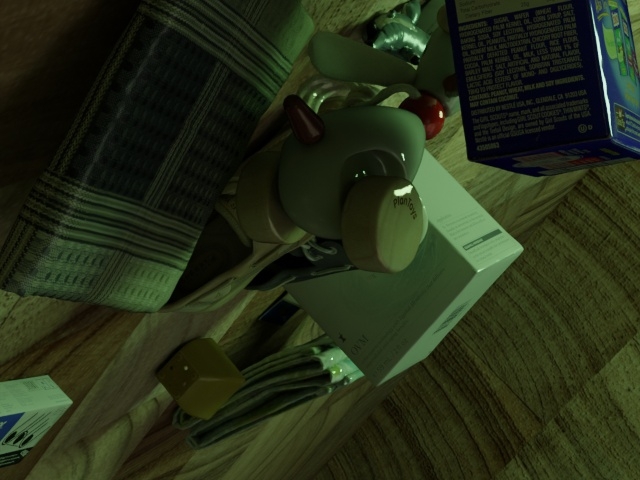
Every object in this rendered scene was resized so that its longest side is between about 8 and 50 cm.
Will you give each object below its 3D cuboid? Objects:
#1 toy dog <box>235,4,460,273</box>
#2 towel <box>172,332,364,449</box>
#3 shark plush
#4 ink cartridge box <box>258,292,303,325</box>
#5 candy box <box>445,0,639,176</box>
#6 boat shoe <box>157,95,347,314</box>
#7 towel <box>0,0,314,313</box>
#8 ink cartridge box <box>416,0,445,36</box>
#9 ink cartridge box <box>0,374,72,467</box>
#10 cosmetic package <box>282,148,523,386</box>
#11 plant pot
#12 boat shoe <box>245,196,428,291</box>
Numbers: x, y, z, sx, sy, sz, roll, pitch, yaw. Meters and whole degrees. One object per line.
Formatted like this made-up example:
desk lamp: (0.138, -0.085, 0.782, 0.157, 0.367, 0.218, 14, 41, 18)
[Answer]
toy dog: (0.044, -0.121, 1.447, 0.333, 0.220, 0.161, -74, 155, -49)
towel: (-0.009, 0.185, 2.465, 0.321, 0.090, 0.374, -26, 177, 32)
shark plush: (0.085, -0.205, 1.671, 0.073, 0.067, 0.161, -46, 168, 9)
ink cartridge box: (0.061, 0.025, 2.401, 0.333, 0.065, 0.165, -44, 169, 5)
candy box: (0.176, -0.219, 1.334, 0.122, 0.317, 0.268, -8, 177, 17)
boat shoe: (-0.066, -0.029, 1.694, 0.302, 0.109, 0.098, -42, 170, 17)
towel: (-0.126, -0.086, 1.306, 0.312, 0.056, 0.324, -62, 166, 0)
ink cartridge box: (0.188, -0.194, 1.797, 0.072, 0.175, 0.127, -49, 168, 8)
ink cartridge box: (-0.340, 0.192, 1.679, 0.097, 0.046, 0.207, -48, 167, 10)
cosmetic package: (0.086, 0.018, 2.062, 0.138, 0.224, 0.224, -22, 155, -55)
plant pot: (-0.166, 0.178, 2.142, 0.081, 0.081, 0.083, -47, 156, 12)
boat shoe: (0.000, 0.000, 1.807, 0.099, 0.116, 0.319, -35, -169, -32)
